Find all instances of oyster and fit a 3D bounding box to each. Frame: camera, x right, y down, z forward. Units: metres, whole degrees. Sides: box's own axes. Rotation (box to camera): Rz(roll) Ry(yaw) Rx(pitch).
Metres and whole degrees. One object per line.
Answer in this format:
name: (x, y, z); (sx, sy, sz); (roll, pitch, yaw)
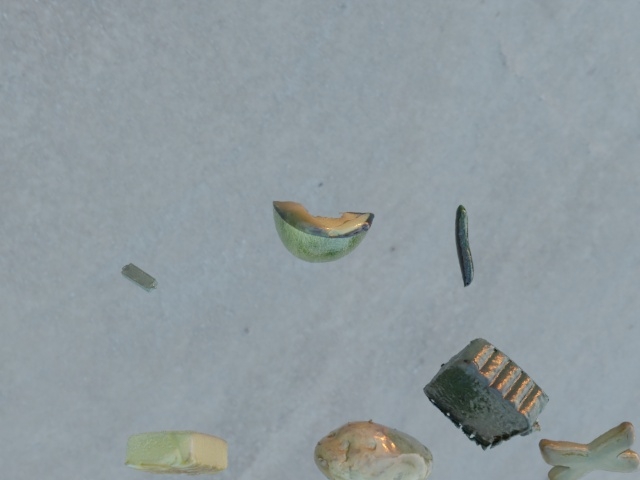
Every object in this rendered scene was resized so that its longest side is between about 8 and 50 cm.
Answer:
oyster: (0.458, 0.426, 2.000); (0.034, 0.093, 0.051); (-38, 105, -49)

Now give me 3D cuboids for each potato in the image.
potato: (0.102, 0.390, 1.589); (0.235, 0.161, 0.128); (10, 83, -9)

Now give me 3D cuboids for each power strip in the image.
power strip: (-0.321, 0.068, 1.556); (0.027, 0.083, 0.017); (-48, 149, -22)

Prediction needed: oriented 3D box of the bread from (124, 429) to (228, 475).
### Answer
bread: (-0.252, 0.378, 1.546); (0.125, 0.068, 0.188); (-6, 162, 11)

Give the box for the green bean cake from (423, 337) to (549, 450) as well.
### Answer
green bean cake: (0.297, 0.273, 1.568); (0.094, 0.173, 0.181); (-44, 172, -34)

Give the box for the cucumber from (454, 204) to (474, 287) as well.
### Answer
cucumber: (0.310, 0.012, 1.896); (0.033, 0.184, 0.036); (1, 167, -25)

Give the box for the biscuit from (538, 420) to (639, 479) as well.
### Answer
biscuit: (0.599, 0.480, 1.934); (0.208, 0.047, 0.164); (-17, 123, 11)

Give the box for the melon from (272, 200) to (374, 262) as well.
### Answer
melon: (0.000, 0.000, 1.364); (0.160, 0.079, 0.128); (5, 137, -6)
